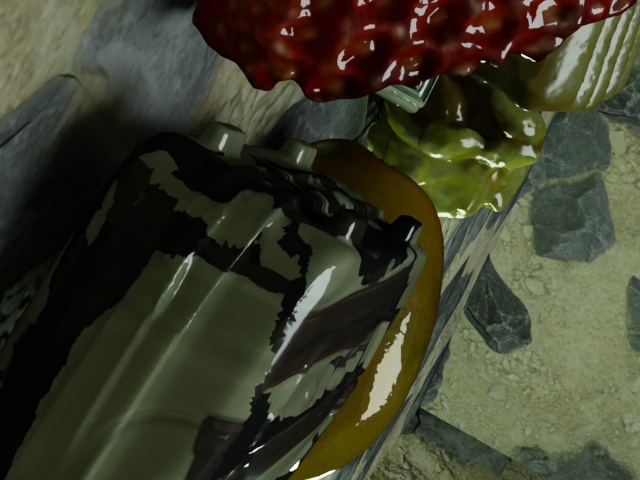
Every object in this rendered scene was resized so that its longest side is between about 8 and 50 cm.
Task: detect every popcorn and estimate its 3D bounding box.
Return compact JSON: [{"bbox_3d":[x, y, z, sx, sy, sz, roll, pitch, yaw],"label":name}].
[{"bbox_3d":[0.154,-0.143,1.537,0.256,0.195,0.255,-60,178,-3],"label":"popcorn"}]

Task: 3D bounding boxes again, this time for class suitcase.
[{"bbox_3d":[-0.097,0.088,0.973,0.339,0.194,0.351,-57,168,9],"label":"suitcase"}]

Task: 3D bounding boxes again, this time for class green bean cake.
[{"bbox_3d":[0.126,-0.194,1.098,0.233,0.236,0.124,-19,129,-61],"label":"green bean cake"}]

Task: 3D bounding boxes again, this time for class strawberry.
[{"bbox_3d":[0.068,-0.224,0.899,0.336,0.265,0.149,-32,139,-21],"label":"strawberry"}]

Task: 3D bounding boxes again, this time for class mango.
[{"bbox_3d":[-0.002,0.064,1.223,0.173,0.211,0.317,31,69,-44],"label":"mango"}]

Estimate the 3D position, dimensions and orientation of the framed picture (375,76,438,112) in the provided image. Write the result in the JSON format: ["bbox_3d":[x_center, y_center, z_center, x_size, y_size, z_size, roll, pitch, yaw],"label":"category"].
[{"bbox_3d":[0.109,-0.267,1.278,0.232,0.019,0.296,15,103,-60],"label":"framed picture"}]
